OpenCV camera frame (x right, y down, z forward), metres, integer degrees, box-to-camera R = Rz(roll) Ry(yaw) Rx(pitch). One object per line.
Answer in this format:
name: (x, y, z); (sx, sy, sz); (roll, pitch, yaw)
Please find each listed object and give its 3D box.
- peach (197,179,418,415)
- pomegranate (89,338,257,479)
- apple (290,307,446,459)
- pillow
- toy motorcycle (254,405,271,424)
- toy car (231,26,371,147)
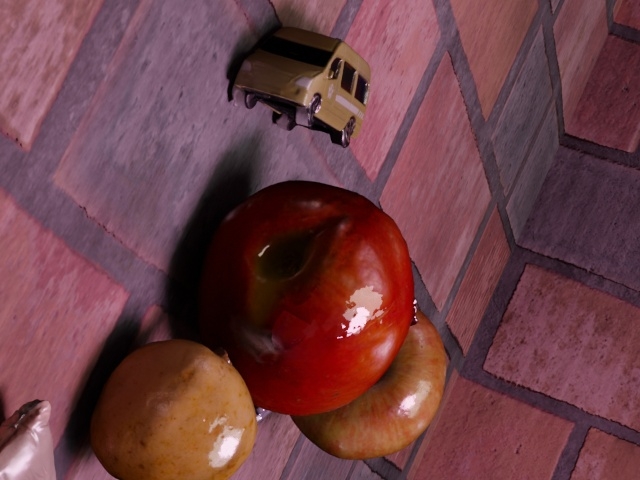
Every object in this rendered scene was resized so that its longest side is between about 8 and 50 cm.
peach: (-0.013, 0.084, 1.711); (0.281, 0.281, 0.338); (-63, 159, -17)
pomegranate: (-0.158, 0.197, 1.555); (0.196, 0.196, 0.196); (-55, 158, -36)
apple: (0.065, 0.206, 2.096); (0.264, 0.264, 0.264); (-55, 158, -36)
pillow: (-0.314, 0.292, 1.401); (0.173, 0.067, 0.270); (-51, 156, -30)
toy motorcycle: (-0.101, 0.231, 1.903); (0.122, 0.080, 0.215); (-44, 178, 5)
toy car: (-0.014, -0.194, 1.655); (0.257, 0.101, 0.124); (19, 88, -74)
